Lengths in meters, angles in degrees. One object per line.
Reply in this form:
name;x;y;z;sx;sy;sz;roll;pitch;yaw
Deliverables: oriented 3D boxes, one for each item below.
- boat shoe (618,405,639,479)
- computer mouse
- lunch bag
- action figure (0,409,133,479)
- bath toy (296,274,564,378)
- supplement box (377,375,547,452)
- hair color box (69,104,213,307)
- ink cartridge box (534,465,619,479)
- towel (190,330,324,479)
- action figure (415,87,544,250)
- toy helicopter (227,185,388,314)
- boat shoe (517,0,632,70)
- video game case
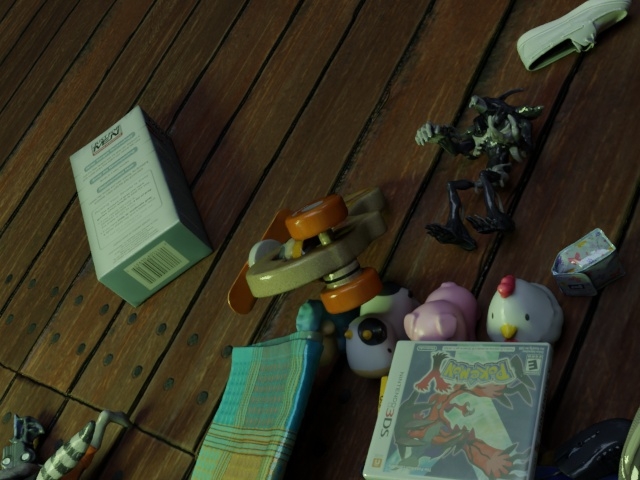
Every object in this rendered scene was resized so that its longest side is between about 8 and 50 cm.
boat shoe;0.454;0.159;0.918;0.355;0.132;0.130;-51;45;-6
computer mouse;0.262;0.260;1.000;0.242;0.041;0.071;-24;26;2
lunch bag;0.345;0.036;1.124;0.083;0.071;0.053;-31;50;9
action figure;-0.459;0.371;1.364;0.330;0.179;0.341;-28;48;2
bath toy;0.145;0.110;1.168;0.348;0.129;0.152;-7;55;30
supplement box;0.178;0.216;1.083;0.188;0.104;0.081;-12;50;27
hair color box;-0.350;-0.074;1.652;0.185;0.113;0.375;-35;46;8
ink cartridge box;0.230;0.416;0.935;0.175;0.069;0.371;-5;54;32
towel;-0.115;0.303;1.170;0.271;0.040;0.370;-22;45;61
action figure;0.236;-0.133;1.276;0.164;0.141;0.276;-12;53;42
toy helicopter;0.000;0.000;1.274;0.234;0.140;0.355;-21;11;29
boat shoe;0.400;-0.322;1.357;0.184;0.066;0.063;-19;64;19
video game case;0.160;0.201;1.011;0.201;0.023;0.184;-3;54;32
